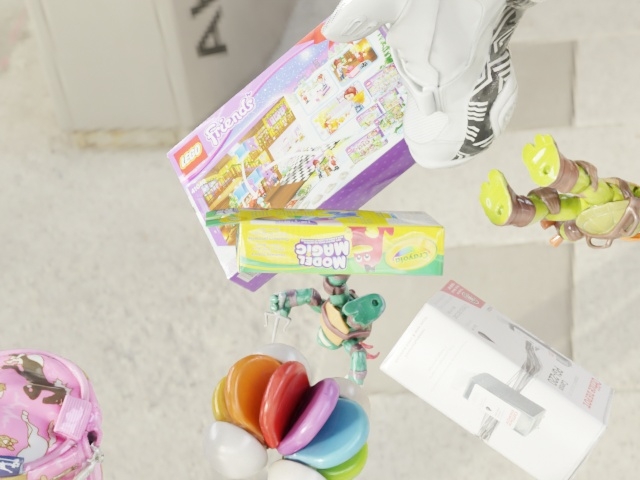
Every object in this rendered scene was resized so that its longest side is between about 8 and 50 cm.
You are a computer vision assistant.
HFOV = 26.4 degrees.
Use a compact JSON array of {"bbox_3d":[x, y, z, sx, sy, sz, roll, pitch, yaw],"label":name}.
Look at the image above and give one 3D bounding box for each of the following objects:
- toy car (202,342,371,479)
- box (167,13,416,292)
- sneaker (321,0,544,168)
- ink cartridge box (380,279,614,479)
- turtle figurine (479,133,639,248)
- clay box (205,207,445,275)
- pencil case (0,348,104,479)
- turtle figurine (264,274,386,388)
[{"bbox_3d":[-0.025,0.187,1.444,0.182,0.136,0.159,30,56,0],"label":"toy car"},{"bbox_3d":[-0.017,-0.108,1.522,0.293,0.057,0.201,-38,55,14],"label":"box"},{"bbox_3d":[0.079,-0.199,1.220,0.210,0.366,0.137,-2,55,-16],"label":"sneaker"},{"bbox_3d":[0.188,0.146,1.407,0.218,0.092,0.158,36,15,8],"label":"ink cartridge box"},{"bbox_3d":[0.268,-0.034,1.353,0.217,0.087,0.269,8,-21,-33],"label":"turtle figurine"},{"bbox_3d":[0.000,0.000,1.311,0.222,0.053,0.127,0,8,-4],"label":"clay box"},{"bbox_3d":[-0.287,0.289,1.405,0.160,0.386,0.167,-20,46,-19],"label":"pencil case"},{"bbox_3d":[0.016,0.110,1.820,0.175,0.234,0.118,39,59,11],"label":"turtle figurine"}]
